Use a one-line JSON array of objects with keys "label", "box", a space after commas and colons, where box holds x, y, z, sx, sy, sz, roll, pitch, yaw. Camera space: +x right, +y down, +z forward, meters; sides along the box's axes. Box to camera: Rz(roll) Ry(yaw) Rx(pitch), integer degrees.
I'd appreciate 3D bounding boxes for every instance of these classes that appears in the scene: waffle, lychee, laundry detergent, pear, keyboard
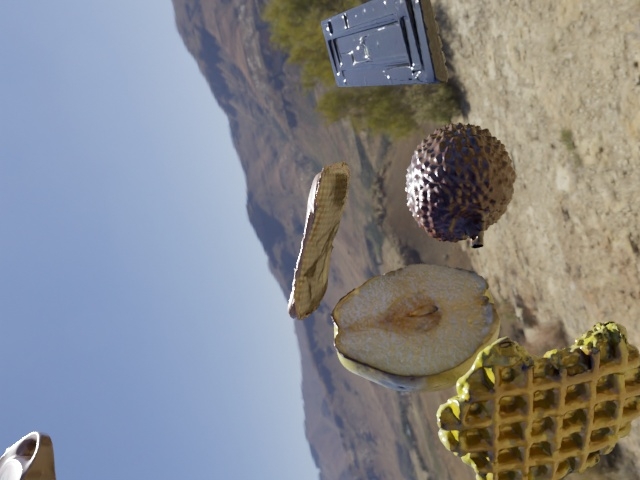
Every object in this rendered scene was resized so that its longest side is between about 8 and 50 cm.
[{"label": "waffle", "box": [0.283, 0.211, 0.737, 0.051, 0.292, 0.290, -108, 5, -63]}, {"label": "lychee", "box": [0.245, -0.091, 1.024, 0.200, 0.200, 0.238, 79, 177, -61]}, {"label": "laundry detergent", "box": [-0.524, 0.413, 1.040, 0.171, 0.076, 0.237, -61, 30, 4]}, {"label": "pear", "box": [0.230, 0.235, 1.401, 0.340, 0.387, 0.191, -92, -12, -49]}, {"label": "keyboard", "box": [0.038, -0.146, 0.440, 0.204, 0.013, 0.061, -138, 29, -69]}]

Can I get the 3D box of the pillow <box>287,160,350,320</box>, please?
[{"label": "pillow", "box": [0.001, 0.000, 0.775, 0.135, 0.034, 0.211, -34, -43, -71]}]
